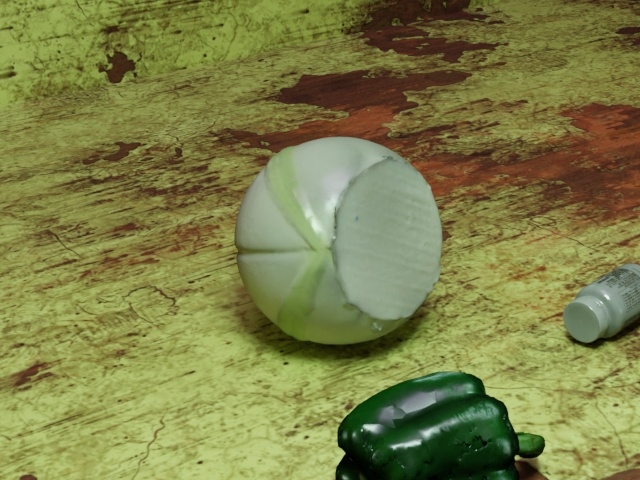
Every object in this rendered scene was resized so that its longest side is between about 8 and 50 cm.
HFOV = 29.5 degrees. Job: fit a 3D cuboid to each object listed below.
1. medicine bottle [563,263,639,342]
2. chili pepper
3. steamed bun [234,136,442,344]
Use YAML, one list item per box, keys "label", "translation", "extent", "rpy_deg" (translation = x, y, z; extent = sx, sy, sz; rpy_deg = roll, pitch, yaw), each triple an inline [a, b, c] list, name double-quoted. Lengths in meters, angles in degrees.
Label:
- label: "medicine bottle"
  translation: [0.408, 0.091, 1.716]
  extent: [0.140, 0.079, 0.079]
  rpy_deg: [-24, 33, -38]
- label: "chili pepper"
  translation: [0.148, 0.228, 1.353]
  extent: [0.261, 0.165, 0.174]
  rpy_deg: [-13, 15, -27]
- label: "steamed bun"
  translation: [0.000, 0.000, 1.722]
  extent: [0.309, 0.309, 0.309]
  rpy_deg: [-1, 25, 1]
